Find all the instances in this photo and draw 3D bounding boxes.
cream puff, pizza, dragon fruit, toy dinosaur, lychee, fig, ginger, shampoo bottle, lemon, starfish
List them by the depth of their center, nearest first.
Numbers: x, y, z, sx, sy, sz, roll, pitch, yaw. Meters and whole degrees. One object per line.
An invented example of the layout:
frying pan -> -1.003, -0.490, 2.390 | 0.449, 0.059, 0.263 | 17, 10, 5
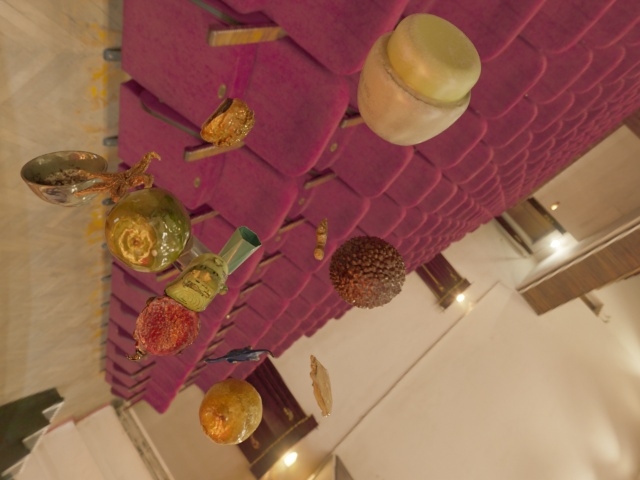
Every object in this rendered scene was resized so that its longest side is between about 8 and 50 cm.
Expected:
fig -> -0.494, -0.042, 1.197 | 0.233, 0.233, 0.314 | -35, -155, -12
shampoo bottle -> 0.271, -0.453, 1.214 | 0.322, 0.322, 0.317 | -29, 169, -36
lychee -> 0.144, 0.105, 1.318 | 0.271, 0.271, 0.271 | -36, 168, -9
cream puff -> -0.299, -0.383, 1.369 | 0.189, 0.129, 0.189 | -35, -151, 23
starfish -> -0.667, -0.190, 1.381 | 0.302, 0.299, 0.060 | -6, 134, 13
dragon fruit -> -0.517, 0.281, 1.396 | 0.282, 0.211, 0.147 | -42, -174, -3
pizza -> -0.002, 0.489, 1.402 | 0.034, 0.181, 0.262 | -14, 138, 8
toy dinosaur -> -0.327, 0.475, 1.701 | 0.247, 0.075, 0.188 | -4, 170, 10
lemon -> -0.384, 0.734, 1.788 | 0.293, 0.293, 0.293 | -36, 168, -9
ginger -> 0.000, -0.002, 2.006 | 0.214, 0.059, 0.133 | -78, 176, -51

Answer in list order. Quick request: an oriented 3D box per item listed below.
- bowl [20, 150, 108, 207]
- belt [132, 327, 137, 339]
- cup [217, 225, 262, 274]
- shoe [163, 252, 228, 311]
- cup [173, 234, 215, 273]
bowl -> -0.966, -0.220, 1.602 | 0.289, 0.289, 0.146 | -28, 140, -38
belt -> -0.787, 0.400, 1.832 | 0.036, 0.059, 0.083 | -21, -164, 35
cup -> -0.416, 0.058, 2.053 | 0.236, 0.148, 0.134 | -47, -158, 20
shoe -> -0.355, 0.132, 1.235 | 0.262, 0.140, 0.128 | -37, -172, 48
cup -> -0.438, 0.067, 1.422 | 0.128, 0.095, 0.129 | -28, 128, 11
